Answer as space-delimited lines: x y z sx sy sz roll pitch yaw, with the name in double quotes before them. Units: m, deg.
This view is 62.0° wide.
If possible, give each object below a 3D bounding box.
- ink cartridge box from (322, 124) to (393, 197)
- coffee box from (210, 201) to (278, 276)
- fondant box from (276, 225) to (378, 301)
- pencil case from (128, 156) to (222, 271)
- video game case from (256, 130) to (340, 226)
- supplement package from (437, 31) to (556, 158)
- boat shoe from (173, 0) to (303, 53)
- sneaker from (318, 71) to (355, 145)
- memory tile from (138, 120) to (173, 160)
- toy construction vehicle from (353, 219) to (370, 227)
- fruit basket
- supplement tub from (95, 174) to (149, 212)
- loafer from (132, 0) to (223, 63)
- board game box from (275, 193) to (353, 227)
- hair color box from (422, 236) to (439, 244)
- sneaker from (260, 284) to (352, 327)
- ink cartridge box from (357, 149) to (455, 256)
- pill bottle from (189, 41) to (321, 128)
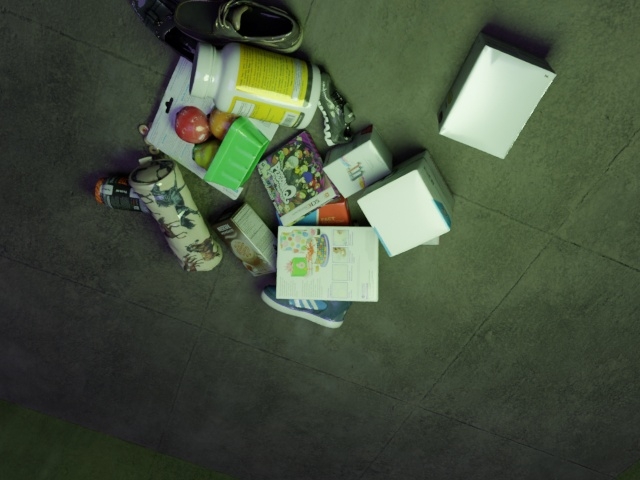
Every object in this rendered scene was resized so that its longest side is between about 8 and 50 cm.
"ink cartridge box" 0.116 -0.243 1.641 0.176 0.128 0.127 -26 116 25
"coffee box" -0.244 -0.001 1.847 0.141 0.098 0.246 -16 120 47
"fondant box" 0.026 0.076 1.743 0.330 0.096 0.238 1 86 7
"pencil case" -0.480 -0.083 1.783 0.160 0.183 0.410 -35 129 -19
"video game case" -0.076 -0.191 1.685 0.210 0.042 0.232 -29 81 24
"supplement package" 0.473 -0.397 1.469 0.204 0.145 0.262 20 124 -5
"boat shoe" -0.220 -0.597 1.427 0.355 0.130 0.132 6 92 -2
"sneaker" 0.052 -0.386 1.571 0.106 0.078 0.234 9 132 28
"memory tile" -0.525 -0.325 1.756 0.113 0.012 0.148 -11 122 16
"toy construction vehicle" 0.160 -0.053 1.827 0.086 0.035 0.098 -24 121 11
"fruit basket" -0.339 -0.341 1.657 0.353 0.165 0.327 37 123 2
"supplement tub" -0.661 -0.161 1.826 0.190 0.117 0.117 7 125 3
"loafer" -0.400 -0.587 1.504 0.302 0.095 0.109 36 123 -15
"board game box" 0.000 0.000 1.865 0.242 0.064 0.316 -7 123 13
"hair color box" 0.365 -0.055 1.783 0.072 0.043 0.141 1 125 9
"sneaker" -0.035 0.151 1.879 0.323 0.130 0.236 20 108 11
"ink cartridge box" 0.267 -0.118 1.594 0.197 0.270 0.198 -27 101 25
"pill bottle" -0.182 -0.432 1.468 0.334 0.188 0.188 9 128 -21
